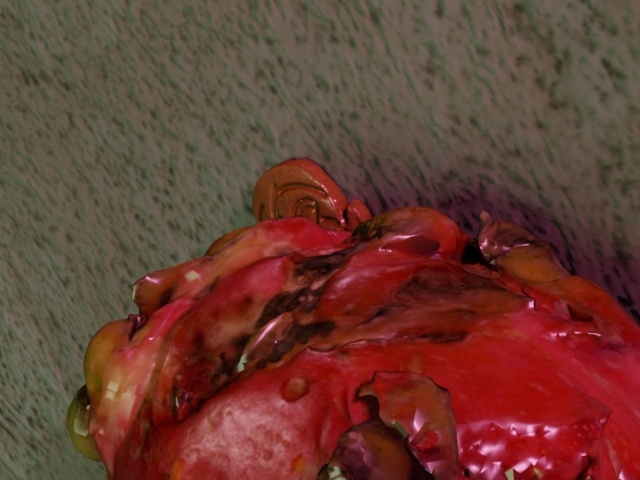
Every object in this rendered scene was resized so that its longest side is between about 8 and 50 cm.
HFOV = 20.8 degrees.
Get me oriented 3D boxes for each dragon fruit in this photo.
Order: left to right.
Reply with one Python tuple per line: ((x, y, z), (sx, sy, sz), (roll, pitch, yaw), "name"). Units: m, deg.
((0.011, 0.114, 0.787), (0.291, 0.269, 0.250), (24, 123, 29), "dragon fruit")

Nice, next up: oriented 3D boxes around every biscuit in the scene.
((0.000, 0.000, 0.901), (0.091, 0.015, 0.078), (57, 142, -2), "biscuit")
